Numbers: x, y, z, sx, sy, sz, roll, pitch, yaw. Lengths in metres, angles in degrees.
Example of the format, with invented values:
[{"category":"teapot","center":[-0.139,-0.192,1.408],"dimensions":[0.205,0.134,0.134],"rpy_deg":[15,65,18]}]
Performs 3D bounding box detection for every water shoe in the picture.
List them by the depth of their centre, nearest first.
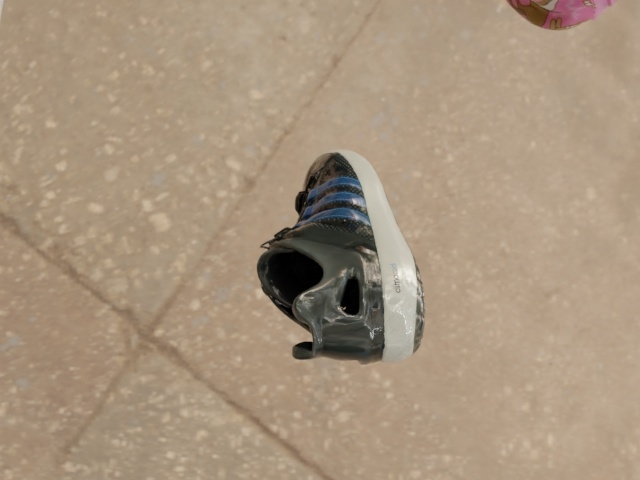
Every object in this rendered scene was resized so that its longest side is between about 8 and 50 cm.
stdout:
[{"category":"water shoe","center":[0.000,0.000,0.652],"dimensions":[0.080,0.203,0.072],"rpy_deg":[-3,116,-12]}]

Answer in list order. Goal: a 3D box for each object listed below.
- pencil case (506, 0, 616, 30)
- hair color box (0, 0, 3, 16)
[{"category":"pencil case","center":[0.173,-0.318,0.974],"dimensions":[0.386,0.160,0.167],"rpy_deg":[19,71,-62]},{"category":"hair color box","center":[-0.233,-0.129,0.497],"dimensions":[0.174,0.105,0.347],"rpy_deg":[-12,117,-66]}]
